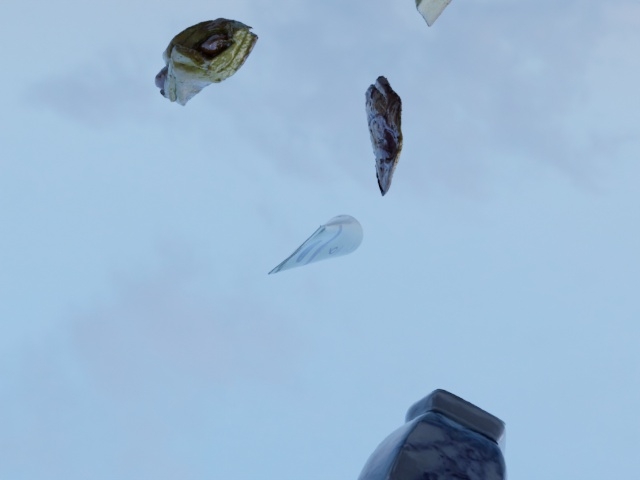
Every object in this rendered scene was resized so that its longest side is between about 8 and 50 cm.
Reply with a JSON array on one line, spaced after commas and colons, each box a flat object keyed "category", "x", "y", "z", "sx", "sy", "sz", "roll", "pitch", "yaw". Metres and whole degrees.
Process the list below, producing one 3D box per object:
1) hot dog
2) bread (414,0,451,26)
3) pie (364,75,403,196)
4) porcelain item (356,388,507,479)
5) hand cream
[{"category": "hot dog", "x": -0.137, "y": -0.198, "z": 1.485, "sx": 0.061, "sy": 0.078, "sz": 0.169, "roll": 26, "pitch": 145, "yaw": -30}, {"category": "bread", "x": 0.132, "y": -0.371, "z": 1.911, "sx": 0.109, "sy": 0.080, "sz": 0.084, "roll": 44, "pitch": -174, "yaw": 19}, {"category": "pie", "x": 0.084, "y": -0.151, "z": 1.792, "sx": 0.034, "sy": 0.092, "sz": 0.170, "roll": 5, "pitch": -127, "yaw": -20}, {"category": "porcelain item", "x": 0.167, "y": 0.408, "z": 2.066, "sx": 0.242, "sy": 0.178, "sz": 0.405, "roll": 27, "pitch": -143, "yaw": 2}, {"category": "hand cream", "x": 0.000, "y": 0.000, "z": 2.147, "sx": 0.067, "sy": 0.109, "sz": 0.320, "roll": 50, "pitch": -166, "yaw": 7}]
